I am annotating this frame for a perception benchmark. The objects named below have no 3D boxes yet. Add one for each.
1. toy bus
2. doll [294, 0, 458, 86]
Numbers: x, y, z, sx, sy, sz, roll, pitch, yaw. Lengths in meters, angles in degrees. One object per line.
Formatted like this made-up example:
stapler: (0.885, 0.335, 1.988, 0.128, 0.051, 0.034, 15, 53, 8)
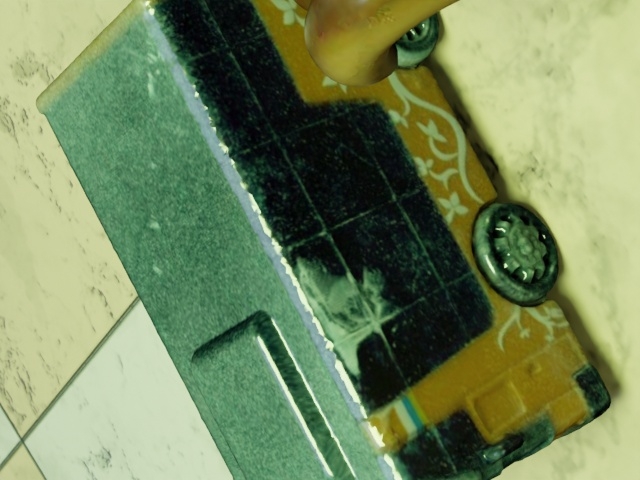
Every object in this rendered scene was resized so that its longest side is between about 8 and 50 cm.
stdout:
toy bus: (0.000, 0.000, 0.865, 0.162, 0.194, 0.323, -32, 84, 49)
doll: (0.039, -0.237, 0.729, 0.318, 0.209, 0.339, -43, 76, 15)
